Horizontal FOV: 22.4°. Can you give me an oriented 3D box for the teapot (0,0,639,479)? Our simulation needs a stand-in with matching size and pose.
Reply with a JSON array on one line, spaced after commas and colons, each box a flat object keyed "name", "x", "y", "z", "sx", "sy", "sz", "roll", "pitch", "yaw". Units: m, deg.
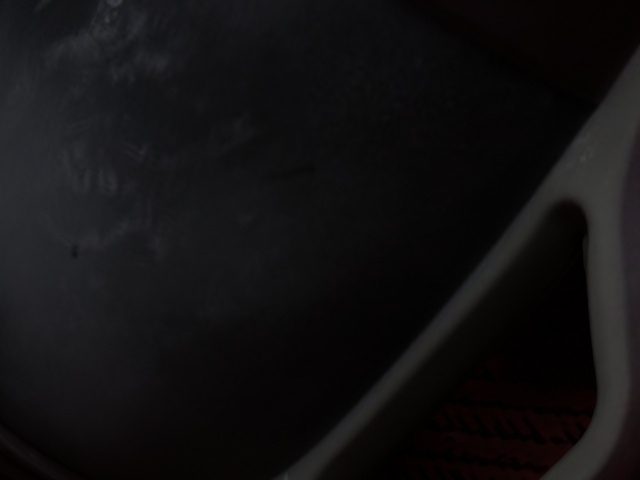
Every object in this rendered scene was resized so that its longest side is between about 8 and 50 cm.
[{"name": "teapot", "x": 0.000, "y": 0.000, "z": 0.583, "sx": 0.315, "sy": 0.233, "sz": 0.312, "roll": 43, "pitch": 109, "yaw": 33}]
